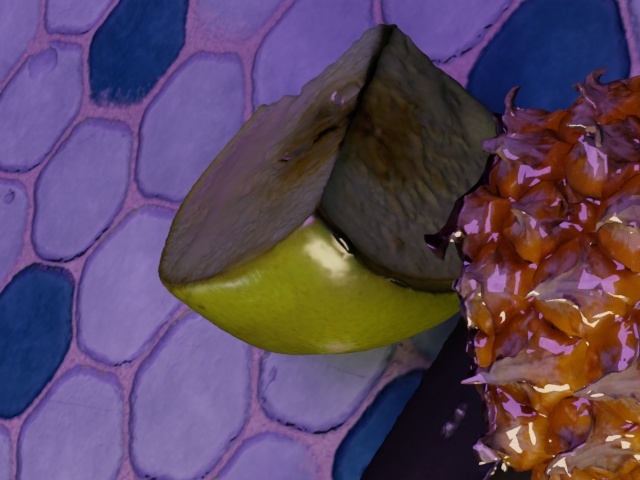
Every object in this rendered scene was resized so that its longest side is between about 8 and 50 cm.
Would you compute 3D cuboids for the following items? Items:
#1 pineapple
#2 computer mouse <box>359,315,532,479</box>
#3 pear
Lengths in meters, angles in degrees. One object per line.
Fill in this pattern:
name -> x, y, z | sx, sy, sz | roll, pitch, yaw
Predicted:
pineapple -> 0.266, 0.039, 0.947 | 0.300, 0.352, 0.352 | -9, 62, 37
computer mouse -> 0.129, 0.144, 1.180 | 0.295, 0.087, 0.168 | -54, 22, 8
pear -> 0.000, 0.000, 1.316 | 0.282, 0.176, 0.286 | -30, 27, 38
